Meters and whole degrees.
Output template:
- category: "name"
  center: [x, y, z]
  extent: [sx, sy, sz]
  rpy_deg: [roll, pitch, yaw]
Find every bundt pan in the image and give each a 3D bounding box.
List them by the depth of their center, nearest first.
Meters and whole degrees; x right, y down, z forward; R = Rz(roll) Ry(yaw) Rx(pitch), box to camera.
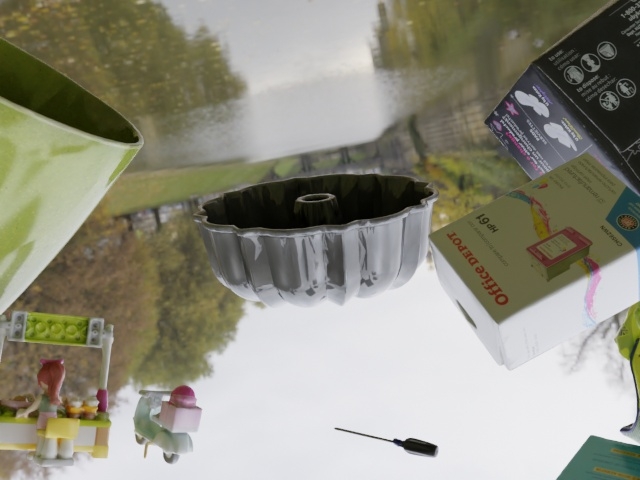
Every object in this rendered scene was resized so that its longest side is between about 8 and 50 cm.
- category: "bundt pan"
  center: [0.000, 0.000, 1.109]
  extent: [0.331, 0.124, 0.331]
  rpy_deg: [-6, -165, 2]

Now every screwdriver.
- category: "screwdriver"
  center: [0.096, 0.294, 1.213]
  extent: [0.170, 0.024, 0.025]
  rpy_deg: [10, -127, 31]

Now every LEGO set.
- category: "LEGO set"
  center: [-0.225, 0.099, 0.567]
  extent: [0.132, 0.107, 0.287]
  rpy_deg: [-2, 169, 42]

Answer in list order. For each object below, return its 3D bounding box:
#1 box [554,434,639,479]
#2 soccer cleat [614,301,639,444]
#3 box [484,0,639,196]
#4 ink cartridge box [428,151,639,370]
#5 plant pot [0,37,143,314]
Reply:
- category: "box"
  center: [0.224, 0.243, 0.653]
  extent: [0.100, 0.060, 0.244]
  rpy_deg: [6, -163, 35]
- category: "soccer cleat"
  center: [0.342, 0.074, 0.803]
  extent: [0.093, 0.289, 0.121]
  rpy_deg: [-5, -173, -41]
- category: "box"
  center: [0.303, -0.140, 0.740]
  extent: [0.247, 0.163, 0.142]
  rpy_deg: [-36, 172, -13]
- category: "ink cartridge box"
  center: [0.142, 0.011, 0.508]
  extent: [0.122, 0.052, 0.088]
  rpy_deg: [-28, -136, -4]
- category: "plant pot"
  center: [-0.332, -0.020, 0.638]
  extent: [0.275, 0.293, 0.275]
  rpy_deg: [31, -171, -5]
